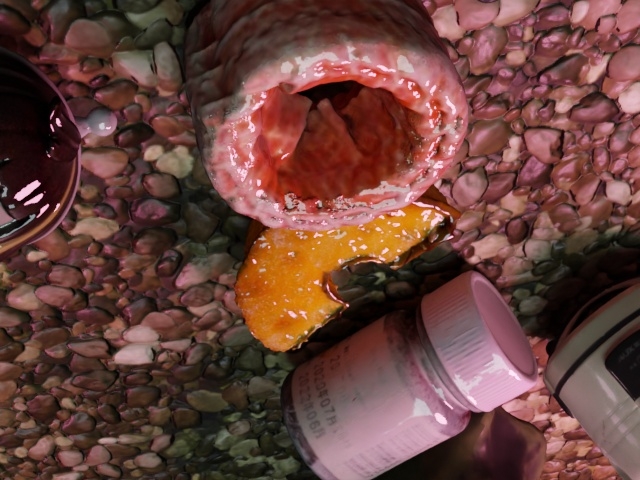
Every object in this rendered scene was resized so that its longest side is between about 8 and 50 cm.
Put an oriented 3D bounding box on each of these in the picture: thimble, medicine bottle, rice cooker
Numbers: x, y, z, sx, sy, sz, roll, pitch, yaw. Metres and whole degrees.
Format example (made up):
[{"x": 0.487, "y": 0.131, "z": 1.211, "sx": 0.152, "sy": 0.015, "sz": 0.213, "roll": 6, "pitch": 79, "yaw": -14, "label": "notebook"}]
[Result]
[{"x": -0.002, "y": -0.131, "z": 0.969, "sx": 0.239, "sy": 0.162, "sz": 0.239, "roll": -6, "pitch": 139, "yaw": -5, "label": "thimble"}, {"x": 0.102, "y": 0.165, "z": 1.285, "sx": 0.273, "sy": 0.165, "sz": 0.165, "roll": -33, "pitch": 132, "yaw": 19, "label": "medicine bottle"}, {"x": 0.394, "y": 0.158, "z": 1.283, "sx": 0.226, "sy": 0.244, "sz": 0.226, "roll": -26, "pitch": 151, "yaw": -15, "label": "rice cooker"}]

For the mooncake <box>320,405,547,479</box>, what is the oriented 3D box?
[{"x": 0.150, "y": 0.370, "z": 1.374, "sx": 0.351, "sy": 0.351, "sz": 0.187, "roll": -35, "pitch": 129, "yaw": 23, "label": "mooncake"}]

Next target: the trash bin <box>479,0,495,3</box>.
[{"x": 0.207, "y": -0.317, "z": 0.792, "sx": 0.290, "sy": 0.182, "sz": 0.209, "roll": -25, "pitch": 112, "yaw": 21, "label": "trash bin"}]

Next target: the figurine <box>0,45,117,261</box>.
[{"x": -0.369, "y": -0.065, "z": 0.964, "sx": 0.370, "sy": 0.167, "sz": 0.281, "roll": -9, "pitch": 107, "yaw": 10, "label": "figurine"}]

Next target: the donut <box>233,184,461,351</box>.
[{"x": 0.001, "y": -0.005, "z": 1.136, "sx": 0.259, "sy": 0.101, "sz": 0.152, "roll": -35, "pitch": 131, "yaw": 24, "label": "donut"}]
